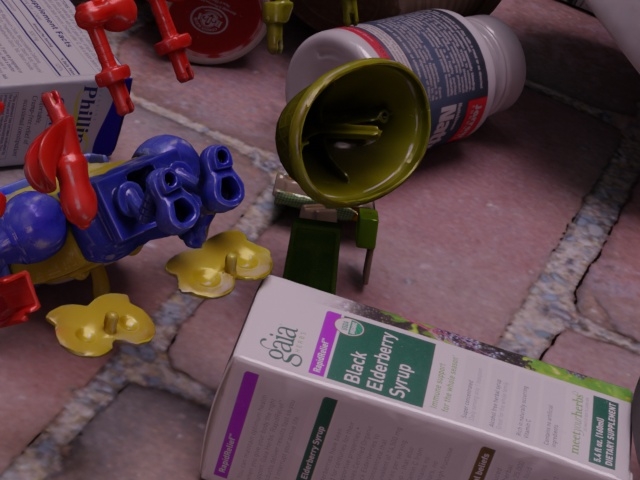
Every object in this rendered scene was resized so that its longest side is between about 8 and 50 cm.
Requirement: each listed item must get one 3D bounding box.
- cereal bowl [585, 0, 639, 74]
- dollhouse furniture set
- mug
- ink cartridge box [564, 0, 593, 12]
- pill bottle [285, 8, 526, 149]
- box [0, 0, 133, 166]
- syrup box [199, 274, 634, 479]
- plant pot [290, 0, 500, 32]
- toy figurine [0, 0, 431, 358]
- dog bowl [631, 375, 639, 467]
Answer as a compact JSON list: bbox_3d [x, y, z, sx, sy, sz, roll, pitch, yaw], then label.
[{"bbox_3d":[0.298,-0.223,1.506,0.339,0.141,0.339,47,19,-22],"label":"cereal bowl"},{"bbox_3d":[0.000,0.000,1.299,0.076,0.058,0.151,8,14,-1],"label":"dollhouse furniture set"},{"bbox_3d":[-0.118,-0.224,1.509,0.150,0.113,0.169,-8,43,-10],"label":"mug"},{"bbox_3d":[0.288,-0.289,1.739,0.208,0.153,0.087,24,34,11],"label":"ink cartridge box"},{"bbox_3d":[0.072,-0.122,1.432,0.180,0.108,0.108,-18,47,-41],"label":"pill bottle"},{"bbox_3d":[-0.224,-0.115,1.317,0.137,0.072,0.126,-8,40,-32],"label":"box"},{"bbox_3d":[0.057,0.113,1.092,0.237,0.096,0.093,19,31,0],"label":"syrup box"},{"bbox_3d":[0.034,-0.237,1.502,0.237,0.237,0.109,25,57,11],"label":"plant pot"},{"bbox_3d":[-0.129,-0.054,1.167,0.217,0.191,0.362,-13,12,47],"label":"toy figurine"},{"bbox_3d":[0.329,0.151,1.078,0.349,0.102,0.348,27,32,-19],"label":"dog bowl"}]
